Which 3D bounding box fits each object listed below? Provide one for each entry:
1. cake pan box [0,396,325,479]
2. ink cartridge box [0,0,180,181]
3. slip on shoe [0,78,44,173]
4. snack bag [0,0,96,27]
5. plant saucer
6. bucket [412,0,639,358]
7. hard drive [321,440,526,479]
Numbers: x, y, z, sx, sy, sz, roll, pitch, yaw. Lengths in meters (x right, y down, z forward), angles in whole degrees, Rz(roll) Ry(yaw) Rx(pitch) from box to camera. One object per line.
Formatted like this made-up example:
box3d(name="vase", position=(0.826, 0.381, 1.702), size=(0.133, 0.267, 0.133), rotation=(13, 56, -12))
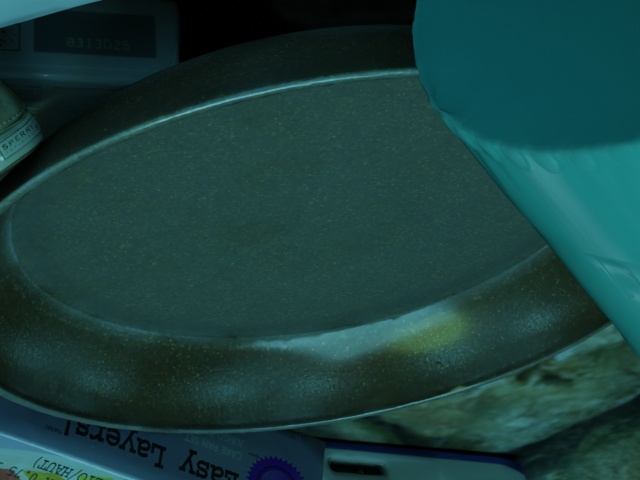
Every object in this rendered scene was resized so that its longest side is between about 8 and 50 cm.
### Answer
box3d(name="cake pan box", position=(-0.160, 0.143, 0.853), size=(0.266, 0.070, 0.246), rotation=(23, 139, -20))
box3d(name="ink cartridge box", position=(-0.136, -0.035, 0.667), size=(0.145, 0.045, 0.179), rotation=(2, 154, -12))
box3d(name="slip on shoe", position=(-0.156, -0.028, 0.591), size=(0.135, 0.051, 0.041), rotation=(-20, 110, 41))
box3d(name="snack bag", position=(-0.118, -0.085, 0.397), size=(0.323, 0.037, 0.342), rotation=(-18, 175, -10))
box3d(name="plant saucer", position=(0.000, 0.000, 0.672), size=(0.310, 0.050, 0.311), rotation=(-9, 153, -5))
box3d(name="bucket", position=(0.174, -0.062, 0.456), size=(0.281, 0.281, 0.183), rotation=(-29, 123, 30))
box3d(name="hard drive", position=(-0.031, 0.219, 1.041), size=(0.210, 0.040, 0.319), rotation=(7, 143, -19))
